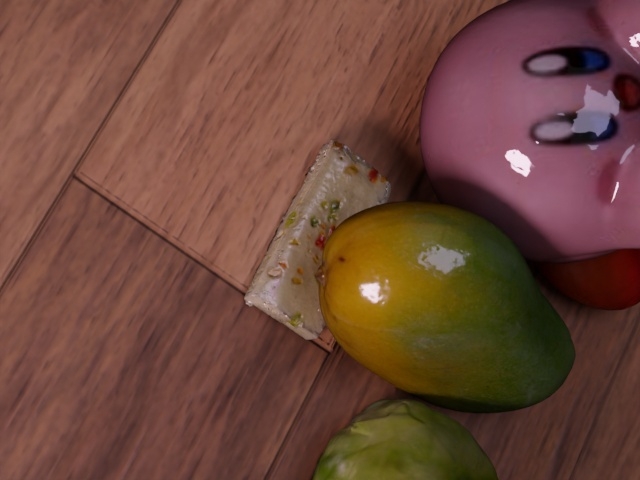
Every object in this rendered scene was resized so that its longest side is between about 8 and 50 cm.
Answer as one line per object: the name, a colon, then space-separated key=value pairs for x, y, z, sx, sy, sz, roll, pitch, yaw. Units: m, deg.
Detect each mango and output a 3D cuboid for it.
mango: x=0.100 y=0.056 z=1.218 sx=0.251 sy=0.156 sz=0.114 roll=38 pitch=26 yaw=-45

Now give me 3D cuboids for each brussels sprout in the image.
brussels sprout: x=0.076 y=0.195 z=1.196 sx=0.152 sy=0.122 sz=0.149 roll=-11 pitch=90 yaw=-28

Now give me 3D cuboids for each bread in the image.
bread: x=0.000 y=0.000 z=1.244 sx=0.068 sy=0.028 sz=0.153 roll=36 pitch=68 yaw=-21

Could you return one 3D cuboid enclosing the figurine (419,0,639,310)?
figurine: x=0.184 y=-0.084 z=1.269 sx=0.211 sy=0.261 sz=0.269 roll=-2 pitch=82 yaw=-1
